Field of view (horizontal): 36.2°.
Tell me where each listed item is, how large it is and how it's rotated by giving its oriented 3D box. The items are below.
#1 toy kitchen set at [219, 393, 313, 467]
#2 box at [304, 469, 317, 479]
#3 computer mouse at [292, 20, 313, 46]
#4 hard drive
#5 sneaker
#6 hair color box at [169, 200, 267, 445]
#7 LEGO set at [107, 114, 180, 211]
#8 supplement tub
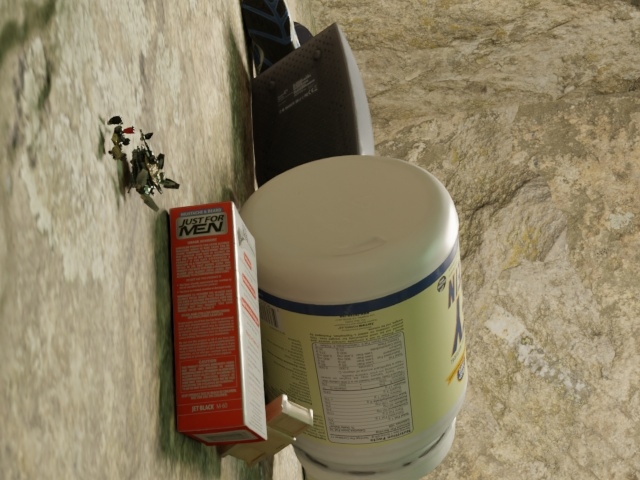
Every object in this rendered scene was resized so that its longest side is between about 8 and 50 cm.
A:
[{"bbox_3d":[-0.060,0.133,0.819,0.068,0.083,0.075,30,38,-30],"label":"toy kitchen set"},{"bbox_3d":[0.030,0.333,1.575,0.275,0.094,0.113,-79,162,-76],"label":"box"},{"bbox_3d":[-0.041,-0.189,1.472,0.188,0.072,0.272,-9,91,-60],"label":"computer mouse"},{"bbox_3d":[-0.009,-0.131,1.234,0.054,0.172,0.254,23,49,-43],"label":"hard drive"},{"bbox_3d":[-0.053,-0.251,1.369,0.081,0.080,0.211,-84,164,-80],"label":"sneaker"},{"bbox_3d":[-0.077,0.065,0.740,0.093,0.053,0.167,69,16,-70],"label":"hair color box"},{"bbox_3d":[-0.117,-0.048,0.617,0.083,0.023,0.054,59,19,-47],"label":"LEGO set"},{"bbox_3d":[0.041,0.096,1.083,0.235,0.235,0.324,-91,173,-55],"label":"supplement tub"}]
